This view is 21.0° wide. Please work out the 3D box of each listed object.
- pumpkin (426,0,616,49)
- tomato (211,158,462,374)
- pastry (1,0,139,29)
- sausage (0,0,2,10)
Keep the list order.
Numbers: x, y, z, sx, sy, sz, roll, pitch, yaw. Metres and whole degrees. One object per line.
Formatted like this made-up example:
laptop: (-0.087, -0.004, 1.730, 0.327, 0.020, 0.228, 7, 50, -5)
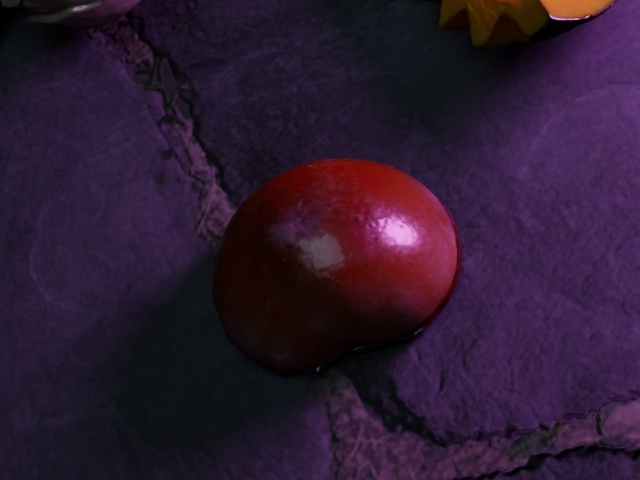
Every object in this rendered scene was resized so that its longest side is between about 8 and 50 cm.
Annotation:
pumpkin: (0.176, -0.256, 1.587, 0.130, 0.149, 0.254, -53, 51, 41)
tomato: (0.000, 0.000, 1.497, 0.228, 0.112, 0.199, -22, 56, 5)
pastry: (-0.245, -0.341, 1.708, 0.264, 0.133, 0.265, 0, 89, 45)
sausage: (-0.376, -0.282, 1.798, 0.089, 0.089, 0.179, -27, 55, 5)
